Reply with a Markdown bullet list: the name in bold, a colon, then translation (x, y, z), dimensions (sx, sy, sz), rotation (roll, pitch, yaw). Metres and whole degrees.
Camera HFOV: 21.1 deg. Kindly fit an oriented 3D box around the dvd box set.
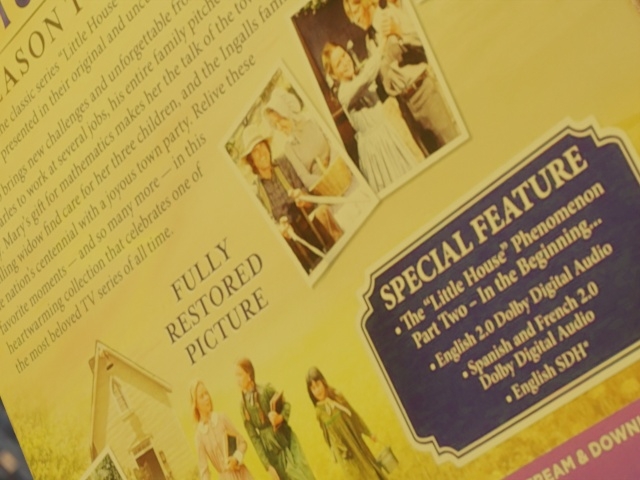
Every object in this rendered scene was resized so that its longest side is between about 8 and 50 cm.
- **dvd box set**: translation (0.000, 0.000, 0.528), dimensions (0.062, 0.307, 0.420), rotation (-9, 67, -45)
